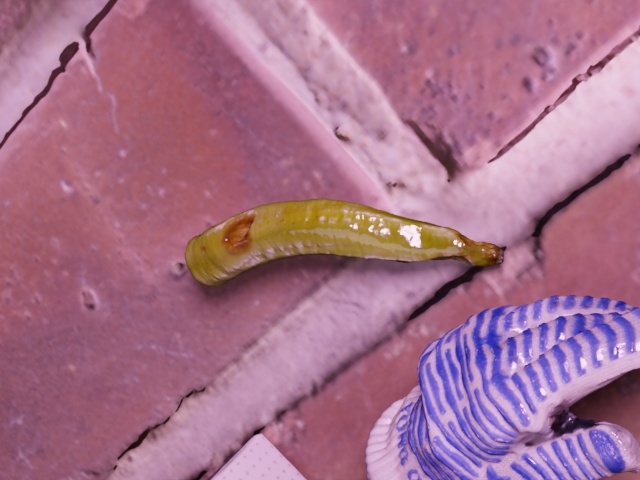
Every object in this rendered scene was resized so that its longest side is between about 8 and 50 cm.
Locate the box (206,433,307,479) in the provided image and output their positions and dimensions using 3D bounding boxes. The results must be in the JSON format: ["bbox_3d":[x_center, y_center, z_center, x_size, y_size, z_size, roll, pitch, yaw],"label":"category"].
[{"bbox_3d":[-0.074,0.309,0.907,0.210,0.095,0.330,46,128,3],"label":"box"}]

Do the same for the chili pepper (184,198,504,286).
[{"bbox_3d":[0.000,-0.001,0.746,0.208,0.043,0.049,-4,98,31],"label":"chili pepper"}]

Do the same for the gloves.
[{"bbox_3d":[0.104,0.091,0.690,0.229,0.097,0.119,-39,54,39],"label":"gloves"}]
